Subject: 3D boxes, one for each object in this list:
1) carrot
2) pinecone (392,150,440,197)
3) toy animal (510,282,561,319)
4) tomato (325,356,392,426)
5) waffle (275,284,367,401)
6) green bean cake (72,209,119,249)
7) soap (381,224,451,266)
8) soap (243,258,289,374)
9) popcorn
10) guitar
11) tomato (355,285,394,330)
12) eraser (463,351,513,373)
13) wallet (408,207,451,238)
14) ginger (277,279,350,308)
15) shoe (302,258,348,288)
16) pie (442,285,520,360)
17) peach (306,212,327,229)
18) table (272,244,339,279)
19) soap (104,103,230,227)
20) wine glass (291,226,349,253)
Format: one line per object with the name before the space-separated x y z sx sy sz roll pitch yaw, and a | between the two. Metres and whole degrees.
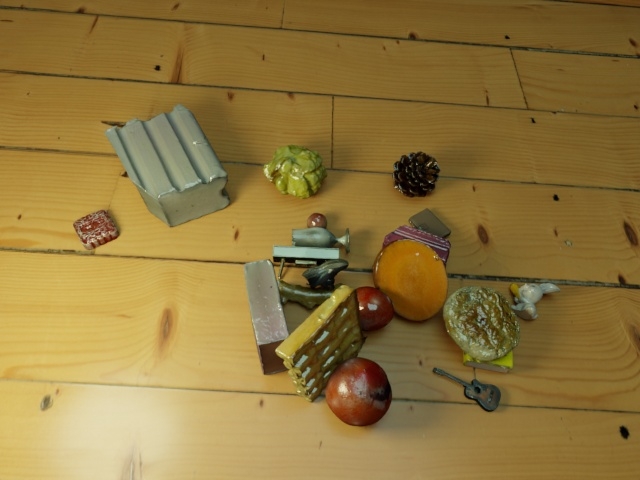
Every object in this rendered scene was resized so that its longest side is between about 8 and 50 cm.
carrot | 0.320 0.143 1.725 0.259 0.100 0.306 -23 84 9
pinecone | 0.402 -0.282 2.008 0.208 0.207 0.207 2 57 -3
toy animal | 0.786 0.208 1.797 0.127 0.131 0.181 44 68 -15
tomato | 0.124 0.465 1.495 0.208 0.184 0.207 16 57 -27
waffle | 0.020 0.327 1.508 0.078 0.348 0.304 30 60 31
green bean cake | -0.855 -0.044 1.838 0.135 0.056 0.135 -30 64 -20
soap | 0.361 0.039 1.852 0.250 0.099 0.162 21 59 9
soap | -0.170 0.250 1.563 0.107 0.296 0.285 -10 57 -10
popcorn | -0.093 -0.282 1.978 0.255 0.194 0.256 -13 59 -23
guitar | 0.486 0.487 1.619 0.234 0.025 0.088 25 59 12
tomato | 0.171 0.241 1.666 0.168 0.167 0.167 2 57 -3
eraser | 0.585 0.344 1.692 0.158 0.069 0.225 11 57 0
wallet | 0.439 -0.056 1.955 0.118 0.038 0.152 -24 59 -21
ginger | -0.031 0.193 1.745 0.299 0.065 0.117 9 61 4
shoe | 0.026 0.128 1.703 0.169 0.071 0.099 -19 99 3
pie | 0.553 0.280 1.659 0.275 0.055 0.273 3 61 -5
peach | -0.014 -0.070 1.908 0.083 0.083 0.083 2 57 -3
table | -0.056 0.088 1.782 0.241 0.121 0.110 2 77 -3
soap | -0.597 -0.291 1.924 0.351 0.212 0.435 -24 62 -21
wine glass | 0.000 0.000 1.852 0.223 0.103 0.103 1 57 -3
